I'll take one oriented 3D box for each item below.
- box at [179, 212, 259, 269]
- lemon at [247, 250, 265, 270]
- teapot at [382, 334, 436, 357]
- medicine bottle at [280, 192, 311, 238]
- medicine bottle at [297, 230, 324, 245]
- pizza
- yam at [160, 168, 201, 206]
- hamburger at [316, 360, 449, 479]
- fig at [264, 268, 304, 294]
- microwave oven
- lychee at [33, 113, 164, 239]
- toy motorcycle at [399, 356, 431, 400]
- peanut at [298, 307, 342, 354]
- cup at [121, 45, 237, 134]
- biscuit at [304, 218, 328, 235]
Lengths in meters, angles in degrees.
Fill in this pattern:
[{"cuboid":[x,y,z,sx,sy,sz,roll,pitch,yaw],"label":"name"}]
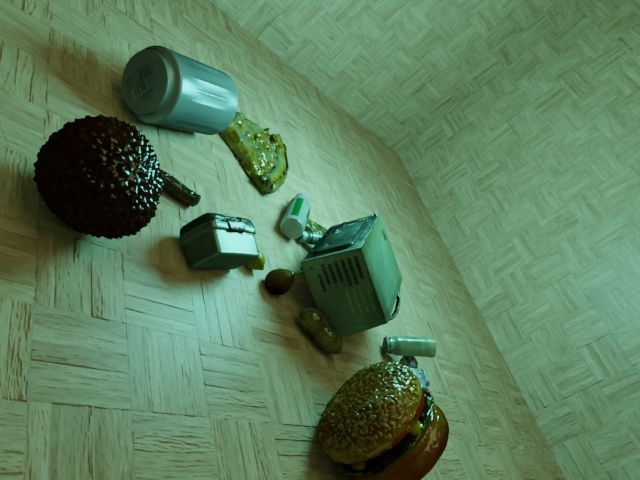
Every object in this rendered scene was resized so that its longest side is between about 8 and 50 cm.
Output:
[{"cuboid":[-0.285,0.007,1.491,0.210,0.148,0.129,7,62,-58],"label":"box"},{"cuboid":[-0.206,0.061,1.649,0.083,0.062,0.062,52,24,-11],"label":"lemon"},{"cuboid":[0.340,0.407,2.039,0.200,0.077,0.107,5,3,-10],"label":"teapot"},{"cuboid":[-0.091,-0.104,2.042,0.095,0.095,0.260,45,27,-17],"label":"medicine bottle"},{"cuboid":[0.003,0.000,2.056,0.191,0.051,0.051,11,44,-30],"label":"medicine bottle"},{"cuboid":[-0.244,-0.387,2.172,0.435,0.080,0.392,57,24,5],"label":"pizza"},{"cuboid":[-0.455,-0.176,1.536,0.241,0.057,0.057,35,30,-33],"label":"yam"},{"cuboid":[0.162,0.494,1.408,0.250,0.330,0.330,50,24,-3],"label":"hamburger"},{"cuboid":[-0.113,0.120,1.660,0.089,0.125,0.089,46,24,-27],"label":"fig"},{"cuboid":[0.116,0.121,1.859,0.333,0.247,0.394,69,21,-12],"label":"microwave oven"},{"cuboid":[-0.484,-0.140,1.171,0.275,0.276,0.304,32,3,-38],"label":"lychee"},{"cuboid":[0.346,0.535,1.968,0.112,0.112,0.254,36,23,-33],"label":"toy motorcycle"},{"cuboid":[0.003,0.294,1.690,0.193,0.089,0.089,53,24,-9],"label":"peanut"},{"cuboid":[-0.493,-0.505,1.740,0.323,0.237,0.327,30,16,24],"label":"cup"},{"cuboid":[0.000,0.000,2.129,0.174,0.039,0.183,28,33,-46],"label":"biscuit"}]
